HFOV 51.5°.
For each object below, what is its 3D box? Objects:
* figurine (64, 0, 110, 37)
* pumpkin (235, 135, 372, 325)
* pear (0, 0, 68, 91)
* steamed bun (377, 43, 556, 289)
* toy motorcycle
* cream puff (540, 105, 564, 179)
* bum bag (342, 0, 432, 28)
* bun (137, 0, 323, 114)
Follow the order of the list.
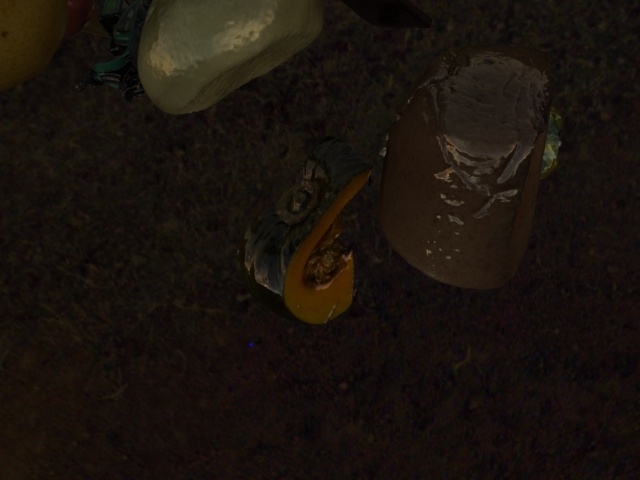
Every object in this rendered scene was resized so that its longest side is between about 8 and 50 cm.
[{"bbox_3d":[-0.518,-0.467,1.182,0.207,0.387,0.166,-13,60,59],"label":"figurine"},{"bbox_3d":[0.001,0.001,1.071,0.280,0.190,0.139,-50,44,-2],"label":"pumpkin"},{"bbox_3d":[-0.465,-0.316,0.784,0.314,0.314,0.314,-6,58,10],"label":"pear"},{"bbox_3d":[0.170,-0.110,0.821,0.199,0.251,0.301,10,36,14],"label":"steamed bun"},{"bbox_3d":[-0.264,-0.257,0.898,0.100,0.058,0.173,-5,63,15],"label":"toy motorcycle"},{"bbox_3d":[0.292,-0.131,1.122,0.221,0.195,0.195,-30,57,-18],"label":"cream puff"},{"bbox_3d":[0.037,-0.263,0.701,0.109,0.159,0.026,24,92,50],"label":"bum bag"},{"bbox_3d":[-0.100,-0.220,0.666,0.222,0.222,0.127,-32,102,-7],"label":"bun"}]
